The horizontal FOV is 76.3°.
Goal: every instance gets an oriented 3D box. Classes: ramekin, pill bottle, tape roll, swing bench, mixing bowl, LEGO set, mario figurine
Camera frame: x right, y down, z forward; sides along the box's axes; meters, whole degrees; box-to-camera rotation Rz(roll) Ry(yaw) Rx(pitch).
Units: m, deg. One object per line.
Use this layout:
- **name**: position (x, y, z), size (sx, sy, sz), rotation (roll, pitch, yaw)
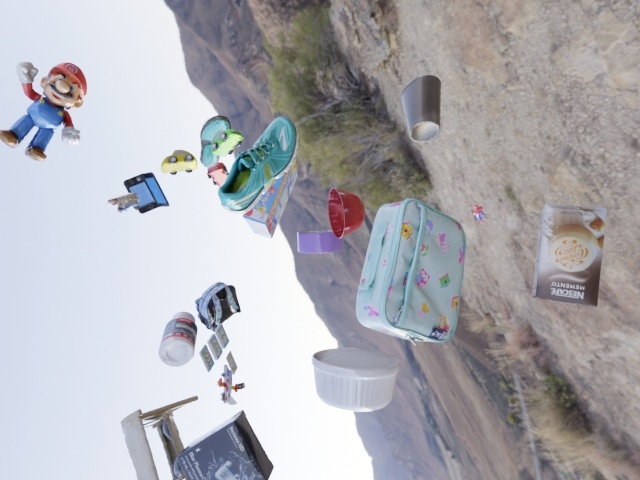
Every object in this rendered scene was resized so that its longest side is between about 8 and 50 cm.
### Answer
- **ramekin**: position (0.103, 0.418, 1.241), size (0.273, 0.272, 0.127), rotation (45, -133, -87)
- **pill bottle**: position (-0.455, 0.311, 1.322), size (0.180, 0.107, 0.108), rotation (-117, 5, -65)
- **tape roll**: position (0.000, 0.000, 1.664), size (0.189, 0.188, 0.080), rotation (-103, 11, -82)
- **swing bench**: position (-0.486, 0.656, 1.273), size (0.254, 0.165, 0.254), rotation (16, -137, -60)
- **mixing bowl**: position (0.099, -0.103, 1.468), size (0.181, 0.098, 0.182), rotation (173, 90, -74)
- **LEGO set**: position (-0.308, 0.424, 1.365), size (0.182, 0.060, 0.245), rotation (-68, -39, -70)
- **mario figurine**: position (-0.833, -0.412, 1.245), size (0.198, 0.169, 0.321), rotation (59, -127, -68)

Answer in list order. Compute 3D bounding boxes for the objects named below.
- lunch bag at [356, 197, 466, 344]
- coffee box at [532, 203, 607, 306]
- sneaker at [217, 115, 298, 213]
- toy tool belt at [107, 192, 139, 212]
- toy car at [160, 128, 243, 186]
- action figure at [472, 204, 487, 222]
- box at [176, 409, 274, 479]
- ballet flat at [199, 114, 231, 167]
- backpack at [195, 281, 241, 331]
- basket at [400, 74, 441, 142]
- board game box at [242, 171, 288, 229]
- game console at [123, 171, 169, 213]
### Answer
- **lunch bag**: position (0.188, 0.067, 0.830), size (0.223, 0.107, 0.280), rotation (23, -108, -34)
- **coffee box**: position (0.642, 0.040, 1.058), size (0.098, 0.141, 0.247), rotation (21, -104, -67)
- **sneaker**: position (-0.147, -0.186, 0.984), size (0.107, 0.275, 0.110), rotation (30, 172, 16)
- **toy tool belt**: position (-0.532, -0.097, 1.109), size (0.083, 0.052, 0.051), rotation (-46, -53, -62)
- **toy car**: position (-0.303, -0.247, 1.153), size (0.239, 0.224, 0.053), rotation (8, -125, -52)
- **action figure**: position (0.541, -0.095, 1.391), size (0.115, 0.038, 0.030), rotation (33, -158, -55)
- **box**: position (-0.218, 0.515, 0.947), size (0.156, 0.158, 0.093), rotation (58, 179, 8)
- **ballet flat**: position (-0.392, -0.377, 1.469), size (0.280, 0.095, 0.096), rotation (-46, 48, 52)
- **backpack**: position (-0.390, 0.230, 1.531), size (0.116, 0.158, 0.174), rotation (31, 140, 28)
- **basket**: position (0.433, -0.544, 1.727), size (0.204, 0.154, 0.227), rotation (-44, 37, 53)
- **board game box**: position (-0.186, -0.184, 1.592), size (0.302, 0.086, 0.309), rotation (100, -170, -81)
- **game console**: position (-0.663, -0.178, 1.551), size (0.085, 0.124, 0.144), rotation (39, 152, 64)
